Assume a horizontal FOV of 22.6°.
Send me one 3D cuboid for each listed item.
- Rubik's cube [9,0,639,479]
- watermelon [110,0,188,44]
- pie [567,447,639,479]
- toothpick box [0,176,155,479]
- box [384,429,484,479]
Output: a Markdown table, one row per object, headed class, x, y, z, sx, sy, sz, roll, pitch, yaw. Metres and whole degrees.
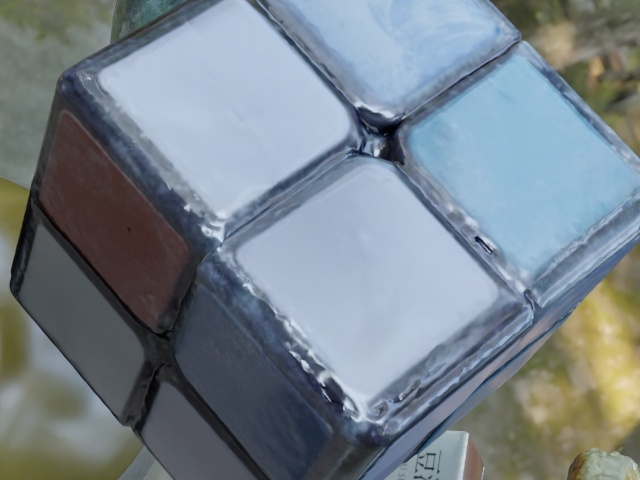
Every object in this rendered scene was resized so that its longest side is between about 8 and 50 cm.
| class | x | y | z | sx | sy | sz | roll | pitch | yaw |
| --- | --- | --- | --- | --- | --- | --- | --- | --- | --- |
| Rubik's cube | 0.000 | 0.000 | 1.158 | 0.313 | 0.318 | 0.316 | 49 | -31 | 11 |
| watermelon | -0.066 | -0.233 | 1.659 | 0.289 | 0.320 | 0.214 | 22 | -7 | 44 |
| pie | 0.261 | 0.300 | 1.525 | 0.179 | 0.084 | 0.205 | -52 | 141 | -53 |
| toothpick box | -0.375 | 0.130 | 1.594 | 0.425 | 0.409 | 0.409 | 26 | 38 | -64 |
| box | -0.007 | 0.414 | 2.074 | 0.122 | 0.385 | 0.344 | 62 | 34 | -55 |
